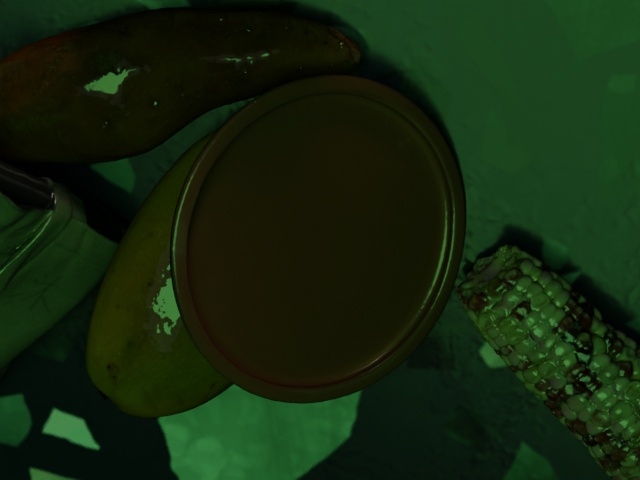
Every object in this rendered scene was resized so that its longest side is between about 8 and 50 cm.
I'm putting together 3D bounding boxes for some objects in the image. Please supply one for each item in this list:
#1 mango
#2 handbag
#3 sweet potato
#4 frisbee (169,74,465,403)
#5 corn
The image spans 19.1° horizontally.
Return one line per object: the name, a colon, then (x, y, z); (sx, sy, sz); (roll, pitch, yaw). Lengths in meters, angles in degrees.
mango: (-0.088, 0.024, 1.462); (0.138, 0.113, 0.253); (22, 103, -19)
handbag: (-0.315, 0.023, 1.431); (0.253, 0.316, 0.109); (-43, 52, 13)
sweet potato: (-0.152, -0.115, 1.442); (0.359, 0.112, 0.112); (-16, 101, 12)
frisbee: (0.000, 0.000, 1.425); (0.251, 0.021, 0.250); (-6, 104, -27)
corn: (0.220, 0.116, 1.452); (0.280, 0.092, 0.092); (45, 106, -2)
